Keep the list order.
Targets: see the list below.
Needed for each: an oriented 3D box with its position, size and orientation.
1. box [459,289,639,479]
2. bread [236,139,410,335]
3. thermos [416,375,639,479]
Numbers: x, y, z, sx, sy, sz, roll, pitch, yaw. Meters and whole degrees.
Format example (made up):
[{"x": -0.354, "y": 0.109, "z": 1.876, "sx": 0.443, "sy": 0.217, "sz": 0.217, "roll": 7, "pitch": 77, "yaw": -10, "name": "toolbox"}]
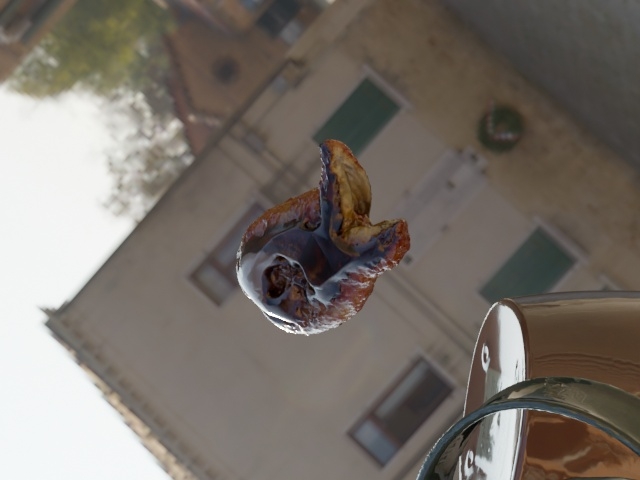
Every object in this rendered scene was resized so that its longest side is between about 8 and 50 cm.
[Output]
[{"x": 0.253, "y": 0.174, "z": 1.261, "sx": 0.216, "sy": 0.301, "sz": 0.301, "roll": 7, "pitch": -170, "yaw": -7, "name": "box"}, {"x": 0.004, "y": 0.008, "z": 1.389, "sx": 0.095, "sy": 0.269, "sz": 0.139, "roll": -34, "pitch": -97, "yaw": -42, "name": "bread"}, {"x": 0.101, "y": 0.169, "z": 0.620, "sx": 0.145, "sy": 0.286, "sz": 0.182, "roll": -26, "pitch": -110, "yaw": -42, "name": "thermos"}]
